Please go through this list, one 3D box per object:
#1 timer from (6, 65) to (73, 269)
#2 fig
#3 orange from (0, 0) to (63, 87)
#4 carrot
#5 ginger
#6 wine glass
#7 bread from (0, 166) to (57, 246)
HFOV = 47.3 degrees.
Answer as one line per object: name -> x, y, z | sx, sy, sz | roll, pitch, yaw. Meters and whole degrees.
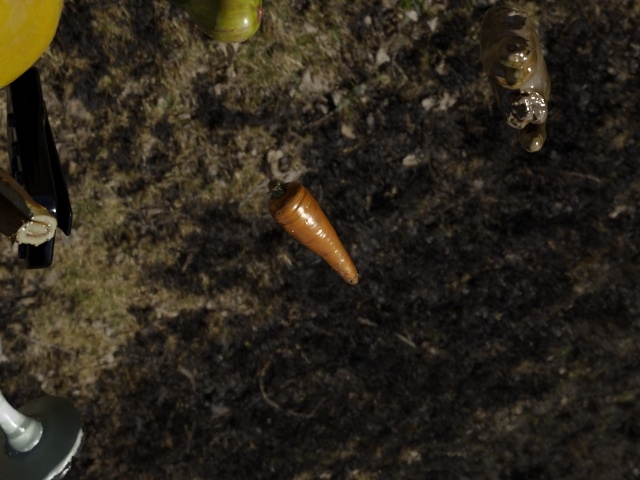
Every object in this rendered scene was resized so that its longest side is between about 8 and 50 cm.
timer -> -0.302, -0.075, 0.777 | 0.055, 0.188, 0.144 | -5, 153, -27
fig -> -0.153, -0.324, 1.008 | 0.093, 0.166, 0.093 | -38, 138, -46
orange -> -0.369, -0.253, 0.642 | 0.235, 0.279, 0.279 | -28, 141, 21
carrot -> 0.000, 0.000, 1.054 | 0.061, 0.061, 0.257 | -33, 131, 7
ginger -> 0.259, -0.210, 0.961 | 0.080, 0.166, 0.333 | -4, 170, 19
wine glass -> -0.387, 0.149, 0.784 | 0.143, 0.143, 0.321 | -24, 135, -4
bread -> -0.243, -0.030, 0.564 | 0.036, 0.083, 0.047 | -55, 165, 11
